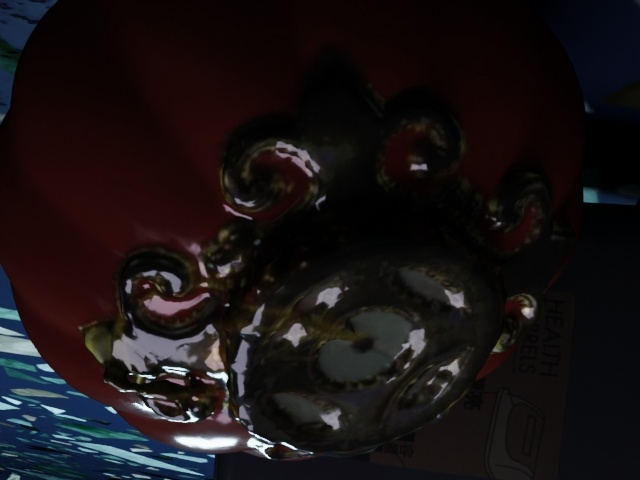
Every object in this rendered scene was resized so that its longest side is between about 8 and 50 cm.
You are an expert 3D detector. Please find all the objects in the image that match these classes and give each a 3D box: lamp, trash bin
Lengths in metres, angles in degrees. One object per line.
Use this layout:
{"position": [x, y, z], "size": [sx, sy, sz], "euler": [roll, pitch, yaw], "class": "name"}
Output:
{"position": [-0.012, -0.024, 0.448], "size": [0.226, 0.227, 0.227], "euler": [9, 161, 3], "class": "lamp"}
{"position": [0.101, 0.071, 0.607], "size": [0.290, 0.210, 0.182], "euler": [6, -179, 7], "class": "trash bin"}
